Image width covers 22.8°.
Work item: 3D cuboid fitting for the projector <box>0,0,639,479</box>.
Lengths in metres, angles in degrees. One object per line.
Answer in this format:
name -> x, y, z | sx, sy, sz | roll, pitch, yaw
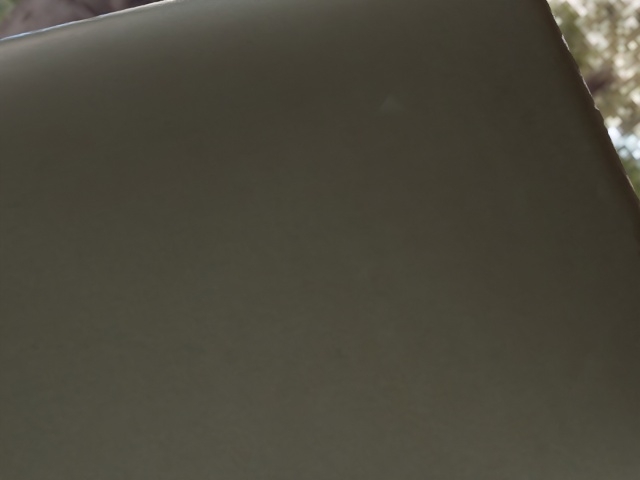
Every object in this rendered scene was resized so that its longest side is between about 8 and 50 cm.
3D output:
projector -> -0.041, 0.074, 0.501 | 0.249, 0.248, 0.248 | -15, -110, -14
